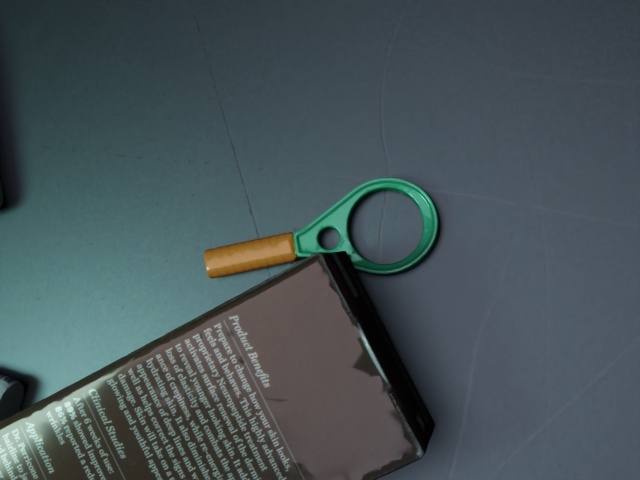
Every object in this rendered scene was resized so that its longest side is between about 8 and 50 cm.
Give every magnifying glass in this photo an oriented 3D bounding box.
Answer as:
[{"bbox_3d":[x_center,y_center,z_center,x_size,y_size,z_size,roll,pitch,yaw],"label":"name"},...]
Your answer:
[{"bbox_3d":[0.000,0.000,1.010,0.230,0.026,0.092,-12,82,13],"label":"magnifying glass"}]

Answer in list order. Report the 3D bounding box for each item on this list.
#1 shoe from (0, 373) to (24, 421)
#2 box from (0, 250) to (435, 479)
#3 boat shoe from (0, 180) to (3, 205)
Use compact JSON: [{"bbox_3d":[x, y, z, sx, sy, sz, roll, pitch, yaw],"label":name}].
[{"bbox_3d":[-0.367,0.212,1.061,0.081,0.063,0.178,17,83,16],"label":"shoe"},{"bbox_3d":[-0.109,0.176,0.950,0.381,0.143,0.191,-27,86,11],"label":"box"},{"bbox_3d":[-0.394,-0.127,1.094,0.070,0.078,0.220,-17,82,11],"label":"boat shoe"}]
